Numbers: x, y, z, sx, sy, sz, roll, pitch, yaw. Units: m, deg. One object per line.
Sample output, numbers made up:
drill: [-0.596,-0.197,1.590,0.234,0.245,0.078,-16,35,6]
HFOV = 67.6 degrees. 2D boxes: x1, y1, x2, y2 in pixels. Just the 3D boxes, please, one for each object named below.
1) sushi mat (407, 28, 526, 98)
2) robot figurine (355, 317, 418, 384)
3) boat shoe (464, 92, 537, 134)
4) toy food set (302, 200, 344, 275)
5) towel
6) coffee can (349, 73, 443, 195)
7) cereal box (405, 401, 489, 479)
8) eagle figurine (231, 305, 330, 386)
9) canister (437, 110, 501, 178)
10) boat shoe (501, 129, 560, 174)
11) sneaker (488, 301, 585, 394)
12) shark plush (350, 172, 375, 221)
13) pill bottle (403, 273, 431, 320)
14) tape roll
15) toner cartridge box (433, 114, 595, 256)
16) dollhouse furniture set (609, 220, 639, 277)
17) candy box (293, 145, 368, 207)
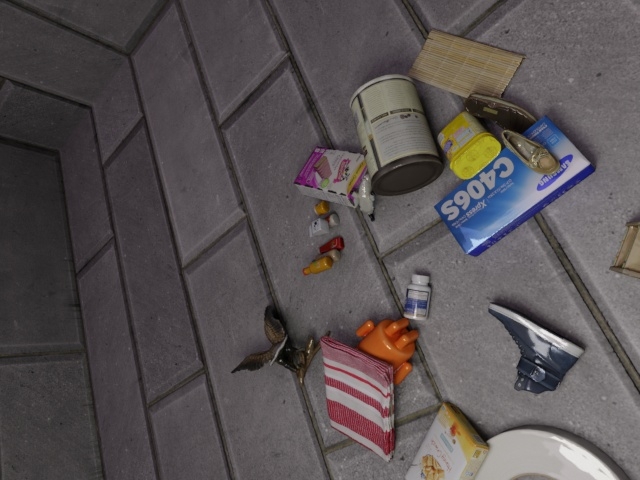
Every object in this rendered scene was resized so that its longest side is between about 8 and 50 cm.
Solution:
sushi mat: [0.397,-0.490,1.347,0.316,0.019,0.152,37,107,36]
robot figurine: [0.173,0.304,1.325,0.219,0.158,0.128,-53,12,31]
boat shoe: [0.470,-0.338,1.227,0.190,0.072,0.068,31,141,15]
toy food set: [0.000,0.000,1.531,0.104,0.111,0.232,-24,62,36]
towel: [0.100,0.443,1.334,0.237,0.037,0.329,16,121,40]
coffee can: [0.209,-0.292,1.349,0.201,0.201,0.276,-26,68,33]
cereal box: [0.306,0.553,1.184,0.240,0.047,0.173,-66,17,9]
eagle figurine: [-0.151,0.357,1.552,0.298,0.226,0.225,15,113,34]
canister: [0.380,-0.253,1.244,0.126,0.073,0.170,-44,29,25]
boat shoe: [0.486,-0.207,1.113,0.056,0.048,0.153,-50,56,22]
sneaker: [0.468,0.259,1.127,0.226,0.086,0.164,34,102,36]
shark plush: [0.151,-0.118,1.415,0.073,0.161,0.067,-4,44,32]
pill bottle: [0.269,0.156,1.317,0.067,0.067,0.120,6,87,39]
tape roll: [0.501,0.616,1.055,0.391,0.072,0.392,-7,78,37]
toner cartridge box: [0.470,-0.127,1.194,0.348,0.075,0.165,-42,60,26]
dollhouse furniture set: [0.721,0.004,0.983,0.160,0.101,0.182,19,95,14]
candy box: [0.047,-0.205,1.516,0.233,0.071,0.159,18,70,38]
